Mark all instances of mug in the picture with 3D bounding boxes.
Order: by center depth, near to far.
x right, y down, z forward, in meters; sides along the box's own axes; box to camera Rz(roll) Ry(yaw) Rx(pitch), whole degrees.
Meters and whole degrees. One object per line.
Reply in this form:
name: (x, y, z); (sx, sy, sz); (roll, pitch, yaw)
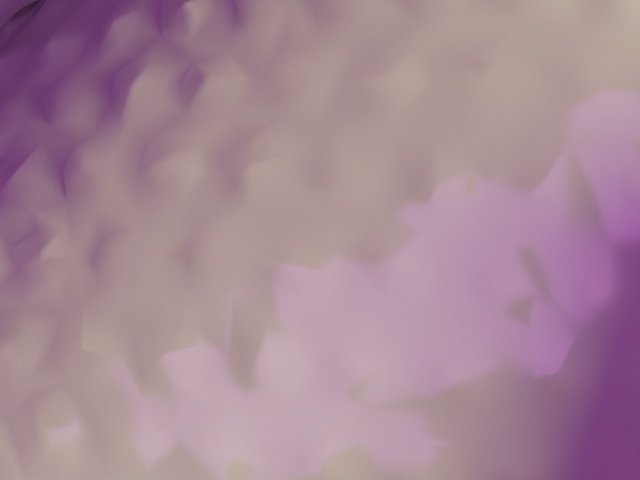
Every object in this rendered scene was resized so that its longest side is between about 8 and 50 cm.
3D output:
mug: (0.000, 0.000, 0.552); (0.328, 0.276, 0.374); (-31, 50, 9)
